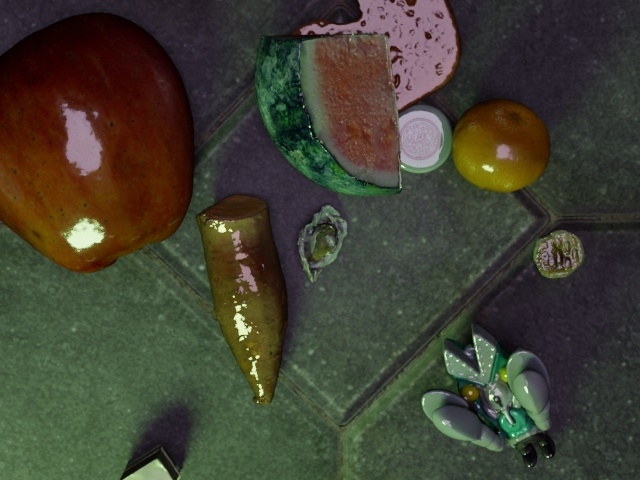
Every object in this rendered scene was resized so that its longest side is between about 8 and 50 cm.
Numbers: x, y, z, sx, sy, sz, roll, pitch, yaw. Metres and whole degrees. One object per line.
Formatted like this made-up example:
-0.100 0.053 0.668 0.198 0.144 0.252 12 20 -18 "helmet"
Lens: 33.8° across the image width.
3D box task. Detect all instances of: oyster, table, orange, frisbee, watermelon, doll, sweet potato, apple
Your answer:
0.001 0.001 1.680 0.100 0.037 0.098 -39 118 -18 "oyster"
-0.270 0.379 1.682 0.079 0.083 0.062 -31 97 2 "table"
0.276 -0.141 1.616 0.155 0.154 0.134 9 131 -4 "orange"
0.158 -0.161 1.670 0.110 0.014 0.110 0 98 -3 "frisbee"
0.038 -0.197 1.553 0.226 0.148 0.318 -43 100 -2 "watermelon"
0.296 0.248 1.664 0.258 0.153 0.195 28 109 -11 "doll"
-0.106 0.099 1.633 0.131 0.131 0.336 -13 98 -1 "sweet potato"
-0.358 -0.143 1.595 0.329 0.295 0.365 -17 99 37 "apple"

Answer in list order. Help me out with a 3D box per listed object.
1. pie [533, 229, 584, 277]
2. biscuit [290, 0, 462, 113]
0.386 0.023 1.705 0.084 0.020 0.084 0 98 -3 "pie"
0.070 -0.317 1.625 0.277 0.052 0.262 -31 100 3 "biscuit"
